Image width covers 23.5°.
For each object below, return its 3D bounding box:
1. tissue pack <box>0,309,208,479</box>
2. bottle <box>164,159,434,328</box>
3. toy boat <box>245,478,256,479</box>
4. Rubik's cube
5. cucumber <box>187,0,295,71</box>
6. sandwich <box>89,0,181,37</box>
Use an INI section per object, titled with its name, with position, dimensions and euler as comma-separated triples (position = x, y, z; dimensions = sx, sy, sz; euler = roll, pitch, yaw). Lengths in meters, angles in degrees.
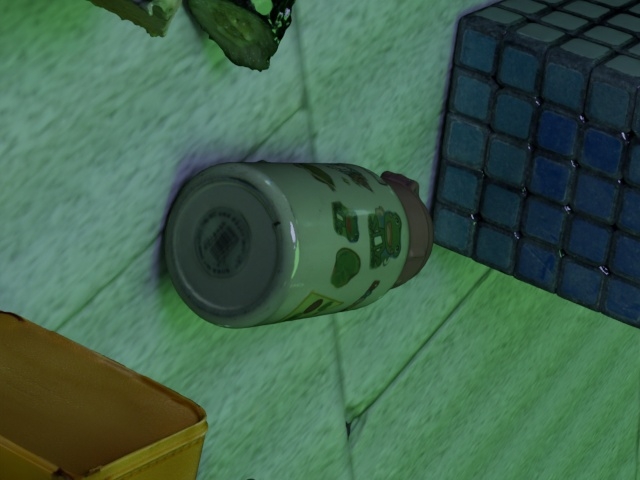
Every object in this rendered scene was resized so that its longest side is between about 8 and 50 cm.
[tissue pack]
position = -0.196, 0.204, 0.915
dimensions = 0.145, 0.194, 0.275
euler = -18, 126, -59
[bottle]
position = 0.000, 0.000, 1.166
dimensions = 0.253, 0.120, 0.120
euler = -2, 112, -58
[toy boat]
position = -0.110, 0.261, 1.199
dimensions = 0.185, 0.089, 0.071
euler = -50, -169, -33
[Rubik's cube]
position = 0.268, -0.095, 1.422
dimensions = 0.238, 0.237, 0.237
euler = -32, 135, -47
[cucumber]
position = -0.017, -0.246, 1.010
dimensions = 0.077, 0.077, 0.265
euler = 24, 88, -61
[sandwich]
position = -0.107, -0.149, 0.804
dimensions = 0.162, 0.193, 0.058
euler = 23, 93, -61
